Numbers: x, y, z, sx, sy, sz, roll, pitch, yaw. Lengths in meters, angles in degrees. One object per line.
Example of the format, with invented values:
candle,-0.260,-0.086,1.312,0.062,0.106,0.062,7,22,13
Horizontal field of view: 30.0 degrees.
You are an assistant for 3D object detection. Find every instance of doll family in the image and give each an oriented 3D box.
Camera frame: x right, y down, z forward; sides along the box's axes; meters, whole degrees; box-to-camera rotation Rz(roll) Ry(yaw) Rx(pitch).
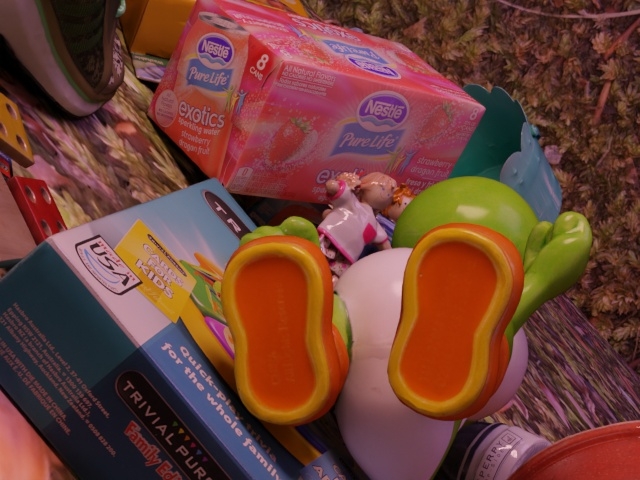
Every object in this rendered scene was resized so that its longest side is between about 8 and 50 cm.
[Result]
doll family,0.072,0.034,1.183,0.263,0.163,0.118,42,-22,-21

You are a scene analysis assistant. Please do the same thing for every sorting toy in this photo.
sorting toy,-0.212,-0.038,0.616,0.132,0.046,0.274,64,8,1

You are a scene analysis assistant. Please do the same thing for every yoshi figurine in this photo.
yoshi figurine,0.070,0.026,0.780,0.203,0.203,0.362,47,8,15

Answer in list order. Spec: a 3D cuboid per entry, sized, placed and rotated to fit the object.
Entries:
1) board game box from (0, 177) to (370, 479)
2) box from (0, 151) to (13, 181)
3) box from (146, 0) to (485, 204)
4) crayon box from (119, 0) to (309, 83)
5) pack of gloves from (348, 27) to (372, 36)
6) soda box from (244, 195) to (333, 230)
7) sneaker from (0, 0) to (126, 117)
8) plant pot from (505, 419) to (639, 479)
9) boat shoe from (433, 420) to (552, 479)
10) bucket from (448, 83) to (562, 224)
board game box,-0.055,0.092,0.768,0.254,0.079,0.336,50,13,-1
box,-0.250,-0.087,0.731,0.137,0.027,0.094,40,14,-36
box,0.001,-0.131,1.204,0.300,0.142,0.154,6,30,-45
crayon box,-0.128,-0.273,1.379,0.203,0.083,0.323,11,31,-25
pack of gloves,0.062,-0.210,1.750,0.195,0.046,0.232,58,32,-3
soda box,0.000,0.000,1.269,0.183,0.058,0.063,44,14,-24
sneaker,-0.182,-0.222,0.910,0.158,0.182,0.410,55,-3,8
plant pot,0.231,0.304,0.790,0.272,0.272,0.265,48,21,-10
boat shoe,0.176,0.230,1.067,0.119,0.121,0.335,26,-19,37
bucket,0.231,-0.089,1.864,0.183,0.281,0.281,49,11,-37
